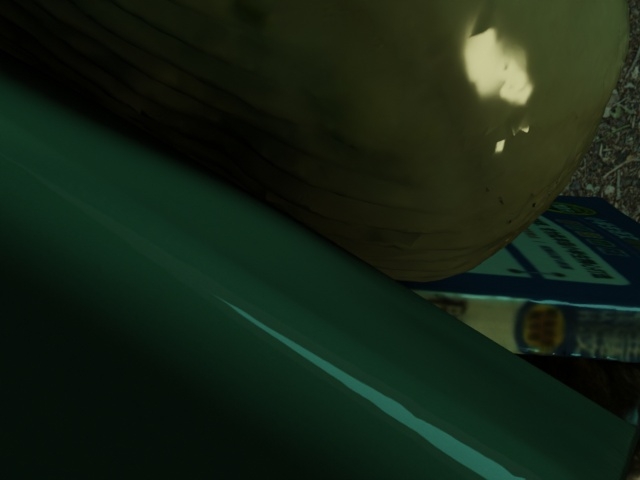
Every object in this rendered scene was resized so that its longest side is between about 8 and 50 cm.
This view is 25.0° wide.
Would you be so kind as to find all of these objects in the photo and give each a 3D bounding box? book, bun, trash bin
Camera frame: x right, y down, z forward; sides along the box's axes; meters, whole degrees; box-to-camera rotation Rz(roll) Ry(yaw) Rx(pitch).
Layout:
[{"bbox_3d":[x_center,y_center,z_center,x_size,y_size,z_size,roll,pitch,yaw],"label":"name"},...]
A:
[{"bbox_3d":[0.000,0.000,0.808,0.427,0.039,0.300,5,12,-7],"label":"book"},{"bbox_3d":[-0.020,-0.130,0.604,0.326,0.234,0.362,30,-8,23],"label":"bun"},{"bbox_3d":[-0.083,0.038,0.464,0.343,0.158,0.223,35,7,13],"label":"trash bin"}]

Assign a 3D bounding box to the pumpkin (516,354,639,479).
[{"bbox_3d":[0.113,0.112,0.852,0.223,0.157,0.224,17,11,-3],"label":"pumpkin"}]
